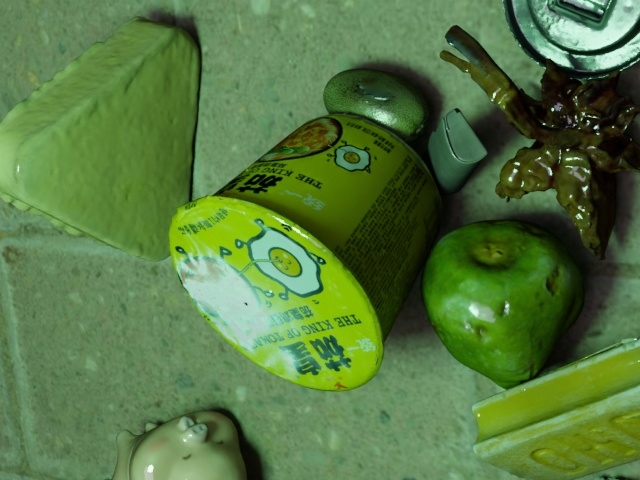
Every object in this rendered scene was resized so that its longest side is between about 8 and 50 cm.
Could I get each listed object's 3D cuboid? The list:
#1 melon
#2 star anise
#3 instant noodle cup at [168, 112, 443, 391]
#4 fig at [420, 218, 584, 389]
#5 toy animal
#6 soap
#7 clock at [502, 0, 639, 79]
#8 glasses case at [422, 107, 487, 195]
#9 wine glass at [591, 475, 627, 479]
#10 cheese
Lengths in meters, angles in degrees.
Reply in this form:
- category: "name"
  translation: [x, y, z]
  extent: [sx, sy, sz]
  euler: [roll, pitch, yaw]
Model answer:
- category: "melon"
  translation: [0.074, -0.185, 1.390]
  extent: [0.162, 0.099, 0.099]
  euler: [28, 117, 28]
- category: "star anise"
  translation: [0.271, -0.132, 1.236]
  extent: [0.237, 0.148, 0.346]
  euler: [-22, 119, 45]
- category: "instant noodle cup"
  translation: [0.000, 0.000, 1.347]
  extent: [0.325, 0.254, 0.326]
  euler: [24, 142, 21]
- category: "fig"
  translation: [0.238, 0.113, 1.324]
  extent: [0.206, 0.206, 0.275]
  euler: [14, 136, 28]
- category: "toy animal"
  translation: [-0.254, 0.421, 1.708]
  extent: [0.269, 0.237, 0.326]
  euler: [39, 126, 28]
- category: "soap"
  translation: [0.346, 0.223, 1.281]
  extent: [0.274, 0.173, 0.089]
  euler: [-32, 42, 40]
- category: "clock"
  translation: [0.328, -0.306, 1.231]
  extent: [0.215, 0.042, 0.215]
  euler: [10, 108, 30]
- category: "glasses case"
  translation: [0.168, -0.110, 1.312]
  extent: [0.042, 0.190, 0.072]
  euler: [-25, 82, -6]
- category: "wine glass"
  translation: [0.400, 0.424, 1.349]
  extent: [0.111, 0.111, 0.204]
  euler: [-22, 93, 34]
- category: "cheese"
  translation: [-0.336, -0.133, 1.511]
  extent: [0.104, 0.384, 0.384]
  euler: [20, 113, 32]
